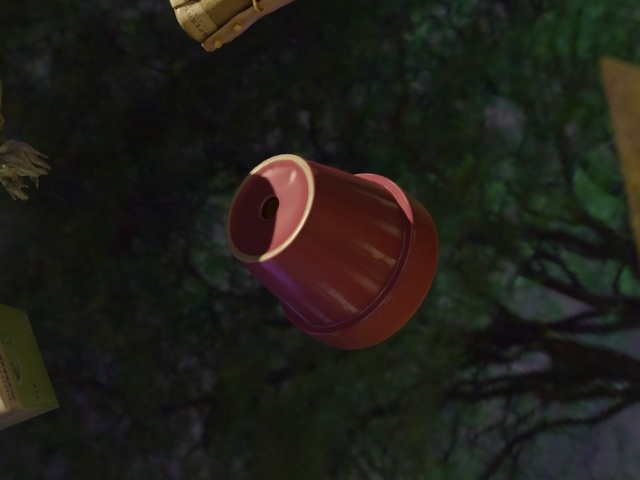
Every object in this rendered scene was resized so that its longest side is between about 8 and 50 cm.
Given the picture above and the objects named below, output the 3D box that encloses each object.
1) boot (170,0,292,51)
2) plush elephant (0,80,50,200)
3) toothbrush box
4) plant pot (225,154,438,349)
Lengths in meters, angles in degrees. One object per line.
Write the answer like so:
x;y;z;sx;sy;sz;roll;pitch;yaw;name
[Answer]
-0.051;-0.264;1.416;0.203;0.262;0.095;-31;-70;2;boot
-0.469;-0.132;1.428;0.255;0.330;0.272;-17;-38;-48;plush elephant
-0.398;0.151;1.427;0.206;0.122;0.283;-20;-6;-4;toothbrush box
0.000;0.000;1.573;0.180;0.201;0.201;31;-96;-43;plant pot
